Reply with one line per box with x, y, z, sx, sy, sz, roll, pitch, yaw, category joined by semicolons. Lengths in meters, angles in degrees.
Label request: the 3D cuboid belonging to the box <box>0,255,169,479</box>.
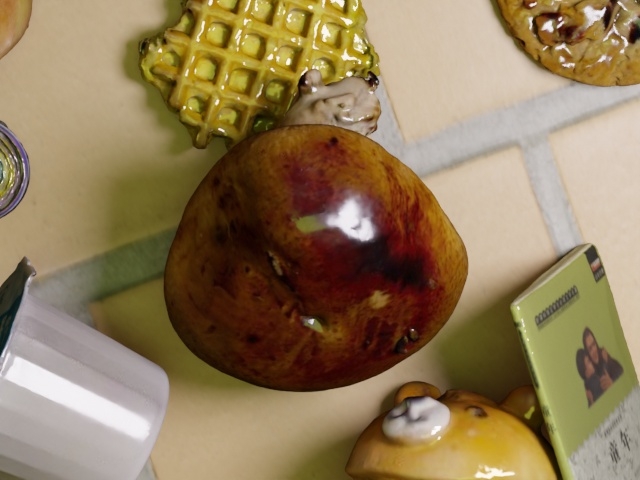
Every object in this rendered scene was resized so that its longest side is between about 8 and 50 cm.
-0.305;0.198;1.754;0.206;0.262;0.291;28;134;-17;box

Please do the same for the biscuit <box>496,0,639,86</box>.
0.344;-0.336;1.777;0.289;0.081;0.334;8;99;-3;biscuit

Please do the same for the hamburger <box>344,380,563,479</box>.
0.151;0.273;1.758;0.276;0.276;0.237;4;85;-4;hamburger

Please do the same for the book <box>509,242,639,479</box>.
0.308;0.200;1.776;0.035;0.239;0.352;-13;99;31;book

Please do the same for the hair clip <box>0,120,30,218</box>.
-0.387;-0.069;1.791;0.116;0.049;0.172;15;89;-19;hair clip

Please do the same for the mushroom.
0.000;0.000;1.736;0.345;0.260;0.345;-2;137;-2;mushroom

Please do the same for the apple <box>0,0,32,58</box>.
-0.462;-0.255;1.699;0.293;0.163;0.251;-38;99;1;apple

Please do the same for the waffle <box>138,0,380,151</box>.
-0.078;-0.233;1.780;0.291;0.051;0.291;-1;97;-6;waffle
